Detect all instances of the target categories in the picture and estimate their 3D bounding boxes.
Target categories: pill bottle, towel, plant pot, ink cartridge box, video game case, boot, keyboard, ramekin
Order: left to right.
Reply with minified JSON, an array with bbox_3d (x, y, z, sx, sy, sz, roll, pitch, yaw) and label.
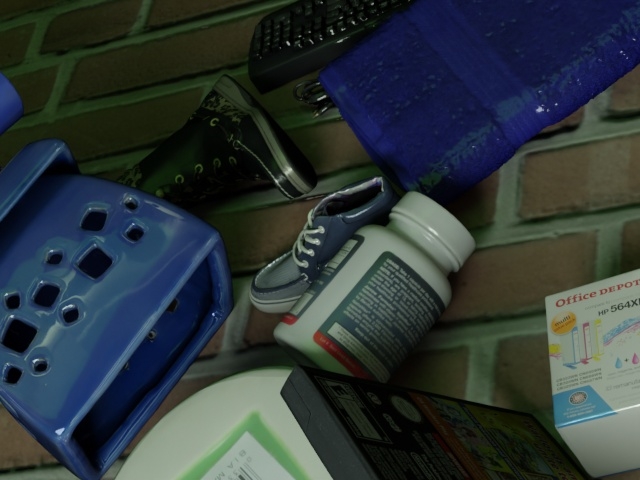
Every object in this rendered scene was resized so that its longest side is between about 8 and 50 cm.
[{"bbox_3d":[-0.233,0.058,1.363,0.212,0.236,0.236,35,75,10],"label":"plant pot"},{"bbox_3d":[-0.112,-0.064,1.548,0.178,0.085,0.236,-41,36,2],"label":"boot"},{"bbox_3d":[-0.038,0.248,1.182,0.303,0.148,0.303,-19,46,22],"label":"ramekin"},{"bbox_3d":[0.000,0.000,1.410,0.190,0.086,0.069,-26,44,15],"label":"boot"},{"bbox_3d":[0.060,-0.240,1.612,0.317,0.033,0.201,-22,45,20],"label":"keyboard"},{"bbox_3d":[0.053,0.049,1.316,0.180,0.108,0.108,-49,43,-10],"label":"pill bottle"},{"bbox_3d":[0.171,-0.176,1.451,0.308,0.076,0.227,-37,52,3],"label":"towel"},{"bbox_3d":[0.127,0.200,1.043,0.035,0.248,0.275,-60,38,19],"label":"video game case"},{"bbox_3d":[0.235,0.097,1.159,0.092,0.090,0.143,-18,47,22],"label":"ink cartridge box"}]

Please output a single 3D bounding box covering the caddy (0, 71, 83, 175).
[{"bbox_3d":[-0.393,-0.057,1.583,0.179,0.241,0.341,-42,13,-19],"label":"caddy"}]
